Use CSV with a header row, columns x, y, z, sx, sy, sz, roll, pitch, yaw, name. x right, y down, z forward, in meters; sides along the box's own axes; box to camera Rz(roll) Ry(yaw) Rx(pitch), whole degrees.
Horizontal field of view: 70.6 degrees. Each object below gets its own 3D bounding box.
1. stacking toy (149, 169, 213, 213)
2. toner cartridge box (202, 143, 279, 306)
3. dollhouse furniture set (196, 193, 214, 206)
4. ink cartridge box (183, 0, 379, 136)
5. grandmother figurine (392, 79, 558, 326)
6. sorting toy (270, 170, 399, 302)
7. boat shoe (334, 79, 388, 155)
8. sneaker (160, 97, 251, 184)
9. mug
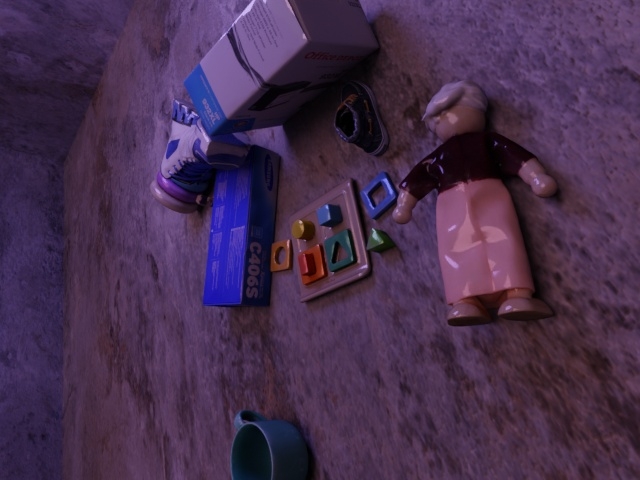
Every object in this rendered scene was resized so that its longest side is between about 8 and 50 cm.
x,y,z,sx,sy,sz,roll,pitch,yaw,name
-0.323,-0.238,1.210,0.330,0.141,0.141,-54,45,18,stacking toy
-0.180,-0.025,1.027,0.165,0.075,0.349,-9,73,46,toner cartridge box
-0.237,-0.127,1.126,0.081,0.091,0.115,24,95,33,dollhouse furniture set
-0.078,-0.338,0.866,0.307,0.223,0.129,-26,89,42,ink cartridge box
0.196,-0.064,0.606,0.207,0.104,0.343,-8,69,19,grandmother figurine
0.000,0.000,0.838,0.347,0.047,0.196,-29,59,41,sorting toy
0.058,-0.235,0.809,0.065,0.083,0.184,-43,51,32,boat shoe
-0.277,-0.197,1.050,0.315,0.127,0.182,43,118,46,sneaker
-0.085,0.371,0.795,0.129,0.097,0.158,-32,56,39,mug
